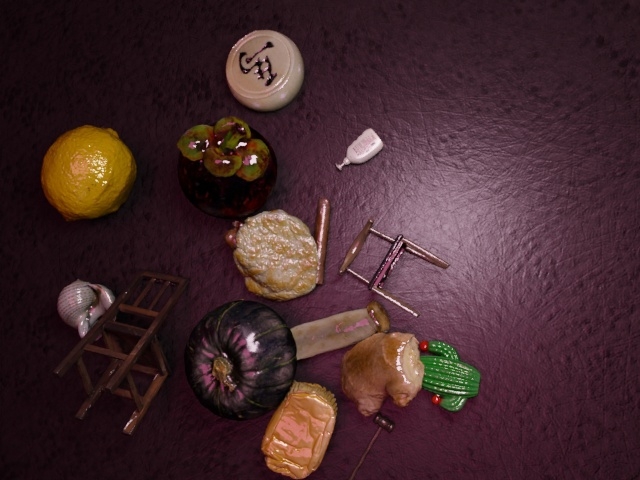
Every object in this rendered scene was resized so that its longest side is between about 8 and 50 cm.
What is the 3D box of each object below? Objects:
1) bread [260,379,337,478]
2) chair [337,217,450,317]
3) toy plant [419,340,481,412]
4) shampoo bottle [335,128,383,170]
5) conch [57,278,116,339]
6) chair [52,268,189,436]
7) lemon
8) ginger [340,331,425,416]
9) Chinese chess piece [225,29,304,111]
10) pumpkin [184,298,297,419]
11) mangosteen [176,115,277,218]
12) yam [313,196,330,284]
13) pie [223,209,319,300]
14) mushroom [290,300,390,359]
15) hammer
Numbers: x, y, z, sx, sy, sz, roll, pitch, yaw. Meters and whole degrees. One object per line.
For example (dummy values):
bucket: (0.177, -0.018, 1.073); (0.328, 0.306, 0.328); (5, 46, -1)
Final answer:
bread: (-0.054, 0.520, 1.326); (0.178, 0.133, 0.251); (20, 88, 13)
chair: (0.191, 0.071, 1.313); (0.272, 0.166, 0.188); (30, 90, 13)
toy plant: (0.315, 0.351, 1.298); (0.240, 0.088, 0.155); (34, 83, 31)
shampoo bottle: (0.111, -0.261, 1.433); (0.151, 0.045, 0.077); (-40, 79, 3)
conch: (-0.727, 0.217, 1.510); (0.172, 0.131, 0.200); (-16, 97, -15)
chair: (-0.557, 0.321, 1.445); (0.202, 0.416, 0.241); (10, 130, 13)
lemon: (-0.721, -0.204, 1.492); (0.267, 0.268, 0.322); (19, 90, 13)
ginger: (0.165, 0.357, 1.261); (0.221, 0.130, 0.276); (47, 119, 45)
Chinese chess piece: (-0.174, -0.530, 1.499); (0.249, 0.101, 0.251); (-2, 82, 12)
pumpkin: (-0.216, 0.324, 1.318); (0.322, 0.241, 0.324); (-2, 86, 26)
mangosteen: (-0.263, -0.209, 1.376); (0.310, 0.311, 0.312); (-1, 83, 12)
yam: (0.000, 0.000, 1.425); (0.046, 0.046, 0.264); (5, 85, 12)
pie: (-0.132, 0.045, 1.394); (0.256, 0.105, 0.275); (-21, 99, 15)
mushroom: (0.046, 0.260, 1.369); (0.311, 0.081, 0.100); (-20, 74, 13)
hammer: (0.113, 0.623, 1.337); (0.058, 0.029, 0.292); (30, 92, 16)
